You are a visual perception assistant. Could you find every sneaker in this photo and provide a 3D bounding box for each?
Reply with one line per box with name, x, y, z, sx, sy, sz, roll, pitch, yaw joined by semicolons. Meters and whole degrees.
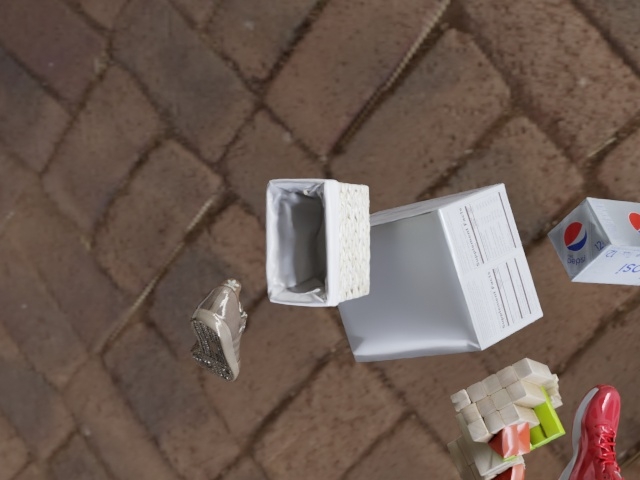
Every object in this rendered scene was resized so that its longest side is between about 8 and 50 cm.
sneaker;-0.110;0.109;1.395;0.066;0.071;0.188;30;157;9
sneaker;0.454;0.340;1.850;0.128;0.087;0.221;4;77;64

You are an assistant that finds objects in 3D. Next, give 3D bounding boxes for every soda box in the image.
soda box;0.488;0.007;1.795;0.098;0.286;0.091;-51;49;40

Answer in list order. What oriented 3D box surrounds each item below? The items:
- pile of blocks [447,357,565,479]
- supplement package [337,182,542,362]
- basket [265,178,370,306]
pile of blocks;0.253;0.261;1.520;0.148;0.362;0.113;-21;68;-4
supplement package;0.153;0.052;1.705;0.261;0.145;0.204;-12;97;50
basket;0.000;0.000;1.585;0.113;0.103;0.167;2;94;39
